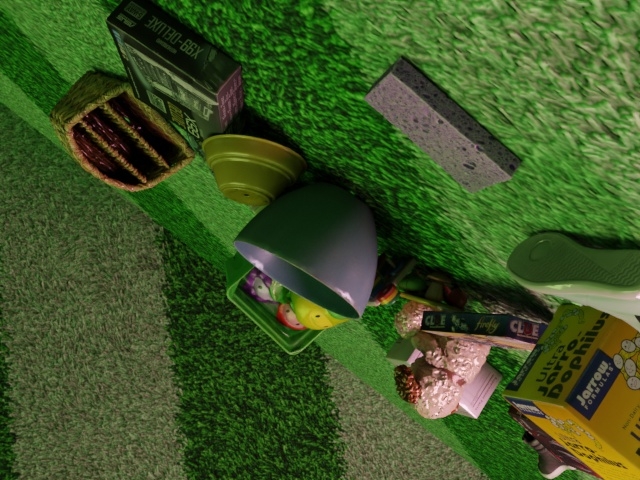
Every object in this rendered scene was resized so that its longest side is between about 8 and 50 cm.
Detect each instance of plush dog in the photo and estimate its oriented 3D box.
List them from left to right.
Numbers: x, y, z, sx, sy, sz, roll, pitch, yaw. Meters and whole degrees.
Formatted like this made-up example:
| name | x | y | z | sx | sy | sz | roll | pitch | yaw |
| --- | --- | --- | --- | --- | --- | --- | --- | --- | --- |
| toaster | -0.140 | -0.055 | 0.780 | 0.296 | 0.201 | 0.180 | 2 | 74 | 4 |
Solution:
| name | x | y | z | sx | sy | sz | roll | pitch | yaw |
| --- | --- | --- | --- | --- | --- | --- | --- | --- | --- |
| plush dog | 0.273 | 0.284 | 1.640 | 0.262 | 0.225 | 0.211 | 34 | 169 | -36 |

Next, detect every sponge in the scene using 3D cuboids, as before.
| name | x | y | z | sx | sy | sz | roll | pitch | yaw |
| --- | --- | --- | --- | --- | --- | --- | --- | --- | --- |
| sponge | 0.158 | -0.148 | 0.997 | 0.210 | 0.031 | 0.117 | 39 | 166 | -9 |

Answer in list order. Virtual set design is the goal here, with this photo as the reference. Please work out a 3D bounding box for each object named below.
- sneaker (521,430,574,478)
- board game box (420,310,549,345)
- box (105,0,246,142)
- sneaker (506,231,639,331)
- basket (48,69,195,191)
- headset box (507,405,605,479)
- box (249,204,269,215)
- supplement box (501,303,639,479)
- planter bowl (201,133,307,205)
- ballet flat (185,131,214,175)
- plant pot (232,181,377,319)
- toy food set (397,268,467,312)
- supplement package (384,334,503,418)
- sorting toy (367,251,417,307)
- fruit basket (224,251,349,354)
| name | x | y | z | sx | sy | sz | roll | pitch | yaw |
| --- | --- | --- | --- | --- | --- | --- | --- | --- | --- |
| sneaker | 0.610 | 0.552 | 2.021 | 0.147 | 0.104 | 0.296 | 36 | 160 | 13 |
| board game box | 0.327 | 0.171 | 1.410 | 0.165 | 0.042 | 0.243 | 16 | 169 | -27 |
| box | -0.262 | -0.301 | 1.429 | 0.242 | 0.076 | 0.307 | 35 | 166 | 5 |
| sneaker | 0.380 | 0.072 | 1.038 | 0.151 | 0.094 | 0.256 | 41 | 167 | -28 |
| basket | -0.516 | -0.254 | 1.915 | 0.223 | 0.213 | 0.299 | 25 | 162 | 42 |
| headset box | 0.586 | 0.423 | 1.624 | 0.218 | 0.110 | 0.293 | 42 | 165 | -18 |
| box | -0.081 | -0.036 | 1.739 | 0.322 | 0.058 | 0.232 | 47 | -177 | -38 |
| supplement box | 0.508 | 0.281 | 1.183 | 0.356 | 0.194 | 0.195 | 38 | 166 | -6 |
| planter bowl | -0.140 | -0.126 | 1.496 | 0.217 | 0.090 | 0.217 | 10 | 165 | 3 |
| ballet flat | -0.249 | -0.212 | 1.746 | 0.070 | 0.070 | 0.188 | 30 | 166 | 27 |
| plant pot | 0.000 | 0.000 | 1.490 | 0.290 | 0.195 | 0.290 | 29 | 167 | 8 |
| toy food set | 0.238 | 0.101 | 1.554 | 0.128 | 0.071 | 0.218 | 17 | 179 | -29 |
| supplement package | 0.313 | 0.322 | 1.906 | 0.244 | 0.139 | 0.134 | 41 | 164 | -12 |
| sorting toy | 0.121 | 0.077 | 1.607 | 0.046 | 0.132 | 0.274 | 47 | 165 | -10 |
| fruit basket | -0.060 | 0.166 | 2.122 | 0.392 | 0.283 | 0.392 | 49 | 180 | 0 |
